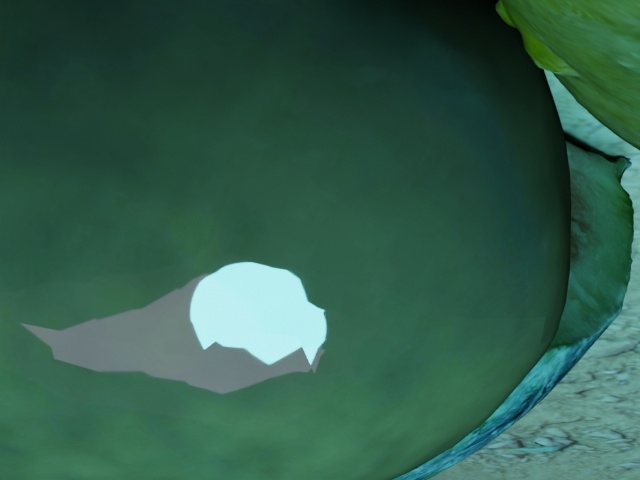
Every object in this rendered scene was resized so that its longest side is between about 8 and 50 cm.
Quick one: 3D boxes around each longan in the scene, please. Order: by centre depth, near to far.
[{"bbox_3d":[-0.078,-0.040,0.552,0.350,0.288,0.288,19,161,12],"label":"longan"}]

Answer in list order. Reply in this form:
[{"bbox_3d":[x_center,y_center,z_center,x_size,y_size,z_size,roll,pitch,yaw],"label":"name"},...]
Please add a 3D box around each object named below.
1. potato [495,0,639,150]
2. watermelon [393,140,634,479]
[{"bbox_3d":[0.139,-0.125,0.387,0.269,0.219,0.359,6,163,-4],"label":"potato"},{"bbox_3d":[0.000,0.000,0.782,0.228,0.258,0.387,-36,-179,37],"label":"watermelon"}]
